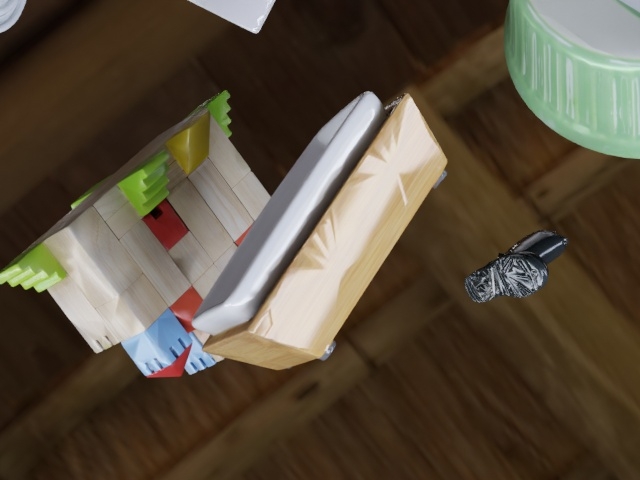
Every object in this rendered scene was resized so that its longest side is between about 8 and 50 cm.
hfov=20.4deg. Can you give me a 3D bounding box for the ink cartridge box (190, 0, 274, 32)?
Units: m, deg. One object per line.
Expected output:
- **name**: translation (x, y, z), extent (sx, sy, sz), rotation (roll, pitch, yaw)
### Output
- **ink cartridge box**: translation (-0.139, -0.352, 2.329), extent (0.086, 0.148, 0.203), rotation (-62, -166, 10)

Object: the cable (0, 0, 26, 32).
- **cable**: translation (-0.399, -0.336, 1.861), extent (0.089, 0.257, 0.257), rotation (-11, -111, 21)

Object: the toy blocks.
- **toy blocks**: translation (-0.162, 0.031, 2.078), extent (0.190, 0.261, 0.381), rotation (-26, -166, 42)

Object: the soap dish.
- **soap dish**: translation (0.000, 0.000, 1.813), extent (0.291, 0.118, 0.229), rotation (-56, -173, -15)

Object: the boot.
- **boot**: translation (0.209, 0.021, 1.774), extent (0.099, 0.045, 0.121), rotation (-29, -175, -34)

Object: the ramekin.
- **ramekin**: translation (0.329, -0.248, 1.778), extent (0.303, 0.148, 0.303), rotation (-5, -118, 9)
